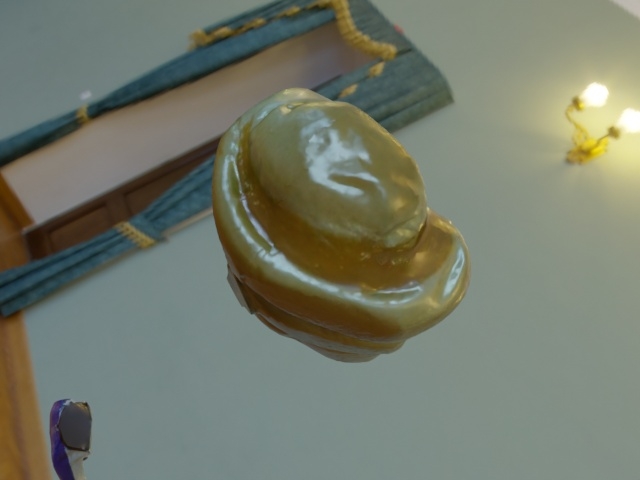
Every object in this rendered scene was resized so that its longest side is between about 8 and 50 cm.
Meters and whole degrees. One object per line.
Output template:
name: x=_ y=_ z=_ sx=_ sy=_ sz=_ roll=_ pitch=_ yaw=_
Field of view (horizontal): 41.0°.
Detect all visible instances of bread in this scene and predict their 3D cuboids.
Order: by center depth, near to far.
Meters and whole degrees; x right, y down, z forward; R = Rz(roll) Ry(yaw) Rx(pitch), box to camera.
bread: x=0.000 y=0.000 z=0.913 sx=0.300 sy=0.210 sz=0.341 roll=50 pitch=-11 yaw=1

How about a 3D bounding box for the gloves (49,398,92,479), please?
gloves: x=-0.164 y=0.136 z=0.562 sx=0.086 sy=0.026 sz=0.064 roll=129 pitch=-42 yaw=-65
